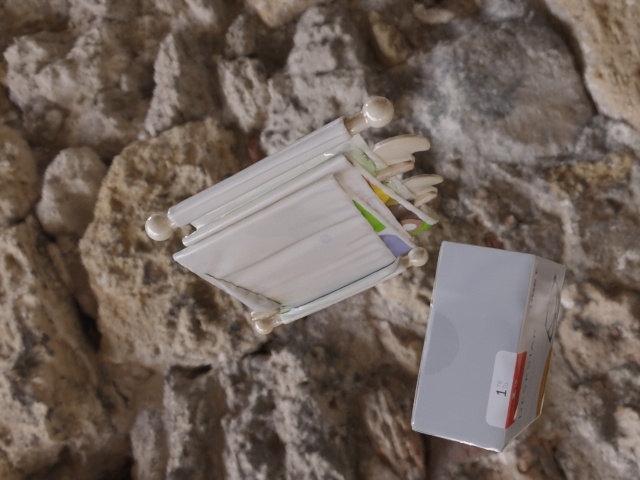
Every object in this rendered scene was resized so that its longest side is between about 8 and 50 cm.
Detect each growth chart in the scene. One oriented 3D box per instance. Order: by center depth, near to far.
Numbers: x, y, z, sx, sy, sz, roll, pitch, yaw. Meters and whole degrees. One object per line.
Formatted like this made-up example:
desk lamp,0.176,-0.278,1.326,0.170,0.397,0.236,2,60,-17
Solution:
growth chart,0.000,0.000,0.477,0.237,0.172,0.021,55,-166,-64

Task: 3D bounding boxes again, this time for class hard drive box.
hard drive box,0.182,0.101,0.763,0.232,0.089,0.181,8,-88,-64
